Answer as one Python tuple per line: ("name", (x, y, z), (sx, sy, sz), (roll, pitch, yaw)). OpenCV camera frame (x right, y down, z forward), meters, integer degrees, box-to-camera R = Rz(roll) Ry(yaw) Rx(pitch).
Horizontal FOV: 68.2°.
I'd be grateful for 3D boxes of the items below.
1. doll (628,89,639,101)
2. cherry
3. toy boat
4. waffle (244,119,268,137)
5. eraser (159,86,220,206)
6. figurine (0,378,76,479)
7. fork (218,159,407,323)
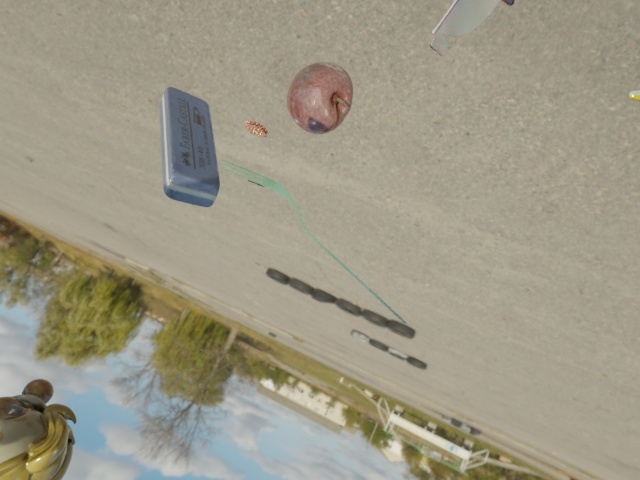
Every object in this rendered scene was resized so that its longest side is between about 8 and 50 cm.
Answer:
("doll", (0.727, -0.265, 0.851), (0.145, 0.317, 0.103), (-115, 23, -51))
("cherry", (-0.001, -0.480, 1.589), (0.285, 0.236, 0.213), (34, 169, 47))
("toy boat", (0.383, -0.580, 1.114), (0.219, 0.317, 0.072), (7, -163, -38))
("waffle", (-0.214, -0.374, 1.575), (0.075, 0.029, 0.083), (13, 169, 28))
("eraser", (-0.217, -0.156, 0.774), (0.082, 0.224, 0.036), (16, 137, -38))
("figurine", (-0.445, 0.260, 0.583), (0.275, 0.133, 0.193), (1, -158, -7))
("fork", (0.001, -0.002, 0.451), (0.235, 0.021, 0.039), (41, 170, -9))
